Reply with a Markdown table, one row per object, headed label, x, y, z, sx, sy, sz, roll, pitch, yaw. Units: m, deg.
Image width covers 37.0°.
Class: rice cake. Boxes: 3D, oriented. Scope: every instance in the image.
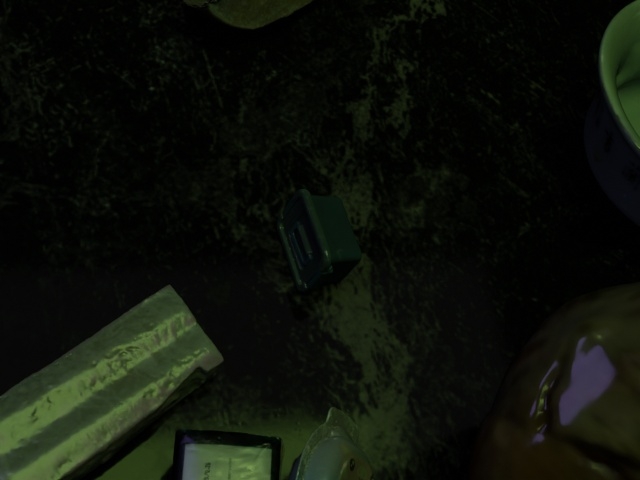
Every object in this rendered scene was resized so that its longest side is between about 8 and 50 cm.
| label | x | y | z | sx | sy | sz | roll | pitch | yaw |
| --- | --- | --- | --- | --- | --- | --- | --- | --- | --- |
| rice cake | -0.224 | 0.156 | 0.874 | 0.298 | 0.050 | 0.106 | -34 | 74 | -30 |

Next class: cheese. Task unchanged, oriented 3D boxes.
| label | x | y | z | sx | sy | sz | roll | pitch | yaw |
| --- | --- | --- | --- | --- | --- | --- | --- | --- | --- |
| cheese | 0.006 | 0.269 | 0.842 | 0.052 | 0.135 | 0.244 | -9 | 55 | 29 |

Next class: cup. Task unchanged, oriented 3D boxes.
| label | x | y | z | sx | sy | sz | roll | pitch | yaw |
| --- | --- | --- | --- | --- | --- | --- | --- | --- | --- |
| cup | 0.465 | -0.122 | 1.168 | 0.347 | 0.163 | 0.347 | 7 | 59 | -11 |

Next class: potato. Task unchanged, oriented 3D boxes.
| label | x | y | z | sx | sy | sz | roll | pitch | yaw |
| --- | --- | --- | --- | --- | --- | --- | --- | --- | --- |
| potato | -0.067 | -0.338 | 1.208 | 0.261 | 0.100 | 0.120 | -45 | 40 | -18 |

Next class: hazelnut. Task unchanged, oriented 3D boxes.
| label | x | y | z | sx | sy | sz | roll | pitch | yaw |
| --- | --- | --- | --- | --- | --- | --- | --- | --- | --- |
| hazelnut | 0.292 | 0.198 | 0.829 | 0.373 | 0.372 | 0.315 | -9 | 24 | -20 |

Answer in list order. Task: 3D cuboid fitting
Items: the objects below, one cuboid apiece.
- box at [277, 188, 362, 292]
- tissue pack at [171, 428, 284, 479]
| label | x | y | z | sx | sy | sz | roll | pitch | yaw |
| --- | --- | --- | --- | --- | --- | --- | --- | --- | --- |
| box | 0.000 | 0.000 | 1.022 | 0.054 | 0.074 | 0.099 | -1 | 60 | -33 |
| tissue pack | -0.084 | 0.258 | 0.829 | 0.103 | 0.090 | 0.170 | 6 | 57 | -6 |
